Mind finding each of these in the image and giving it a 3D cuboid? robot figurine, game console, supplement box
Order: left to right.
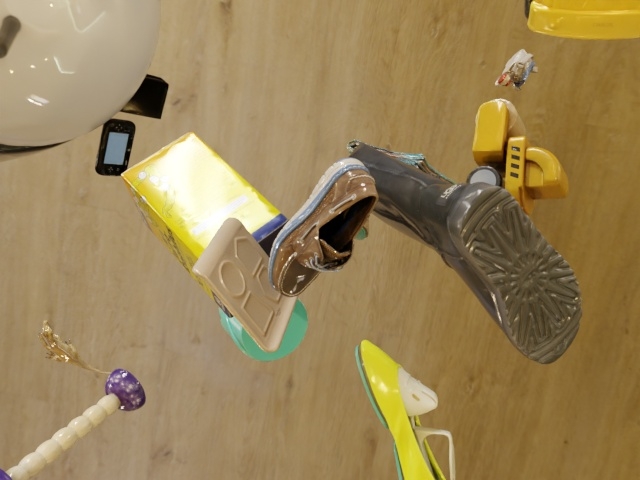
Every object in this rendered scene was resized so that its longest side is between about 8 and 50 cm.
[{"bbox_3d":[-0.221,-0.133,0.353,0.278,0.173,0.209,0,112,43],"label":"robot figurine"},{"bbox_3d":[-0.628,-0.368,1.862,0.213,0.044,0.362,5,120,-32],"label":"game console"},{"bbox_3d":[-0.246,-0.040,1.294,0.195,0.194,0.356,-37,61,-21],"label":"supplement box"}]

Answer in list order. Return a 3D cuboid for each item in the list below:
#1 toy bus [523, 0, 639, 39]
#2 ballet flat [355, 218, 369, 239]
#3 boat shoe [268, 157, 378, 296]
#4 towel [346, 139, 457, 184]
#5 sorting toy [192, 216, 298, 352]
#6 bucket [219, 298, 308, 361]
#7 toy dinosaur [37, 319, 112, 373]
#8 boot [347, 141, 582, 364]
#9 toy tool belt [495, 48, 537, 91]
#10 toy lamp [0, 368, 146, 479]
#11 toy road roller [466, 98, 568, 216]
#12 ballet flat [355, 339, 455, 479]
[{"bbox_3d":[0.290,-0.342,0.573,0.149,0.220,0.212,7,143,21],"label":"toy bus"},{"bbox_3d":[0.102,-0.092,1.823,0.107,0.316,0.106,18,79,20],"label":"ballet flat"},{"bbox_3d":[0.000,0.000,0.634,0.066,0.066,0.183,10,123,-34],"label":"boat shoe"},{"bbox_3d":[0.269,-0.165,1.571,0.370,0.271,0.040,25,89,-43],"label":"towel"},{"bbox_3d":[-0.133,0.079,1.060,0.038,0.193,0.208,-31,110,27],"label":"sorting toy"},{"bbox_3d":[-0.187,0.261,1.963,0.281,0.183,0.282,-8,110,-25],"label":"bucket"},{"bbox_3d":[-0.486,0.221,1.120,0.053,0.092,0.183,-55,130,-24],"label":"toy dinosaur"},{"bbox_3d":[0.233,0.002,1.079,0.146,0.445,0.367,-40,116,-10],"label":"boot"},{"bbox_3d":[0.343,-0.285,0.999,0.051,0.052,0.083,37,65,-6],"label":"toy tool belt"},{"bbox_3d":[-0.353,0.275,0.767,0.080,0.274,0.080,15,122,25],"label":"toy lamp"},{"bbox_3d":[0.558,-0.222,1.615,0.240,0.202,0.330,1,77,31],"label":"toy road roller"},{"bbox_3d":[0.113,0.224,0.699,0.077,0.077,0.231,-20,83,17],"label":"ballet flat"}]
